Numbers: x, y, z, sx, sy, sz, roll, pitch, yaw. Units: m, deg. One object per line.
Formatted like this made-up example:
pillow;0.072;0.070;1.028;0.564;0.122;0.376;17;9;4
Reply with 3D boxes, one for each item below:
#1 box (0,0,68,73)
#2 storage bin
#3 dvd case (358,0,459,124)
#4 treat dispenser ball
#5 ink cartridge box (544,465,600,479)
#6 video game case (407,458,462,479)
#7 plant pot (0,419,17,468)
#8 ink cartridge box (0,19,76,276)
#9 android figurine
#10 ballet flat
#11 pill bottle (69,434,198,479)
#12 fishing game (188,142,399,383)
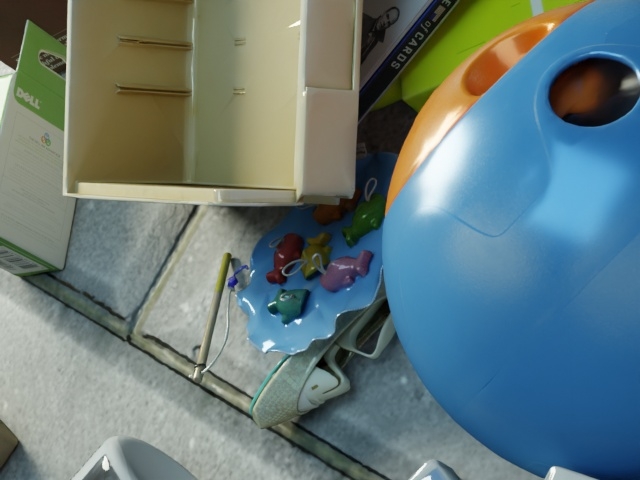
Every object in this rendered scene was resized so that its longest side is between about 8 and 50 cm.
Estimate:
box;-0.268;-0.297;1.400;0.168;0.167;0.203;-21;57;26
storage bin;-0.084;-0.159;1.118;0.260;0.123;0.262;6;94;55
dvd case;0.040;-0.217;1.155;0.238;0.029;0.179;-50;48;15
treat dispenser ball;0.179;0.003;0.844;0.288;0.288;0.288;-16;59;30
ink cartridge box;0.211;0.203;0.774;0.153;0.208;0.087;15;78;39
video game case;0.041;0.354;0.931;0.329;0.036;0.300;-47;46;9
plant pot;-0.331;0.172;1.262;0.109;0.096;0.109;35;91;42
ink cartridge box;-0.275;-0.083;1.339;0.062;0.109;0.209;-7;64;33
android figurine;0.136;-0.200;1.132;0.273;0.056;0.248;-20;57;30
ballet flat;0.012;0.083;1.085;0.052;0.057;0.168;39;94;28
pill bottle;-0.186;0.274;1.083;0.245;0.130;0.130;-48;49;6
fishing game;0.000;0.000;1.102;0.264;0.041;0.189;-25;38;38
